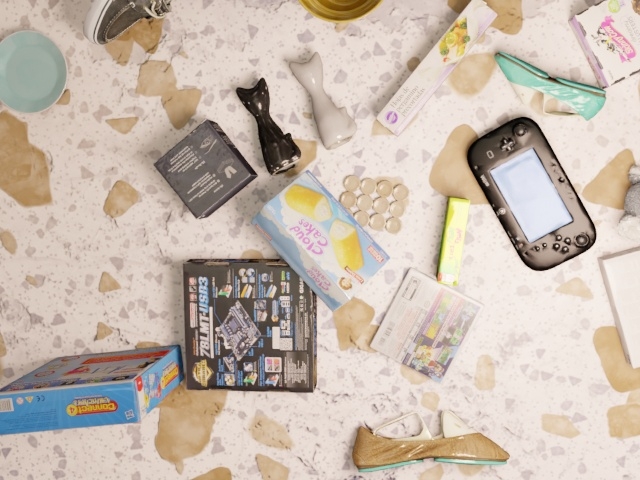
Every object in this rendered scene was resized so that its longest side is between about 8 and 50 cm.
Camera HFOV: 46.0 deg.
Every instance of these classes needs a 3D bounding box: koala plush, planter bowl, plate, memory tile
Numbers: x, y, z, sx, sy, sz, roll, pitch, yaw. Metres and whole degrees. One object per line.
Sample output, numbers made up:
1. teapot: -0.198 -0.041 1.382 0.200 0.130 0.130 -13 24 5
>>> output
1. koala plush: 0.721 -0.062 1.522 0.221 0.203 0.196 9 74 21
2. planter bowl: 0.047 -0.558 1.585 0.217 0.090 0.217 0 94 6
3. plate: -0.660 -0.381 1.714 0.188 0.024 0.188 0 94 7
4. memory tile: 0.116 -0.080 1.659 0.148 0.012 0.113 11 96 6

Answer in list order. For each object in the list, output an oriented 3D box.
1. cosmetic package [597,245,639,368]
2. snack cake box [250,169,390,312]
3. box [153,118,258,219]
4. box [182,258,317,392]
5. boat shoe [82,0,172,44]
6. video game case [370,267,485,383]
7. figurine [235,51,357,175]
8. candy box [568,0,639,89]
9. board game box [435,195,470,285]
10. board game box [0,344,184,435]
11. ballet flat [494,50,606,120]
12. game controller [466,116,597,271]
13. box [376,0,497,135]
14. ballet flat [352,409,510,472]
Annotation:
1. cosmetic package: 0.669 0.139 1.591 0.098 0.060 0.239 -16 93 9
2. snack cake box: 0.000 0.000 1.603 0.264 0.089 0.152 47 55 0
3. box: -0.249 -0.155 1.652 0.156 0.093 0.158 -38 89 8
4. box: -0.155 0.189 1.683 0.293 0.073 0.296 0 95 7
5. boat shoe: -0.369 -0.535 1.618 0.119 0.121 0.335 44 96 5
6. video game case: 0.235 0.188 1.664 0.183 0.023 0.201 27 96 4
7. figurine: -0.054 -0.278 1.627 0.215 0.092 0.209 -25 88 7
8. candy box: 0.637 -0.427 1.540 0.196 0.070 0.165 -27 92 7
9. board game box: 0.281 -0.001 1.606 0.043 0.092 0.181 9 96 6
10. board game box: -0.485 0.313 1.615 0.308 0.302 0.086 -7 95 7
11. ballet flat: 0.465 -0.311 1.568 0.247 0.083 0.087 23 111 6
12. game controller: 0.445 -0.096 1.593 0.166 0.067 0.319 -29 91 8
13. box: 0.243 -0.364 1.593 0.063 0.067 0.324 40 99 3
14. ballet flat: 0.237 0.437 1.655 0.342 0.116 0.124 -6 75 11
